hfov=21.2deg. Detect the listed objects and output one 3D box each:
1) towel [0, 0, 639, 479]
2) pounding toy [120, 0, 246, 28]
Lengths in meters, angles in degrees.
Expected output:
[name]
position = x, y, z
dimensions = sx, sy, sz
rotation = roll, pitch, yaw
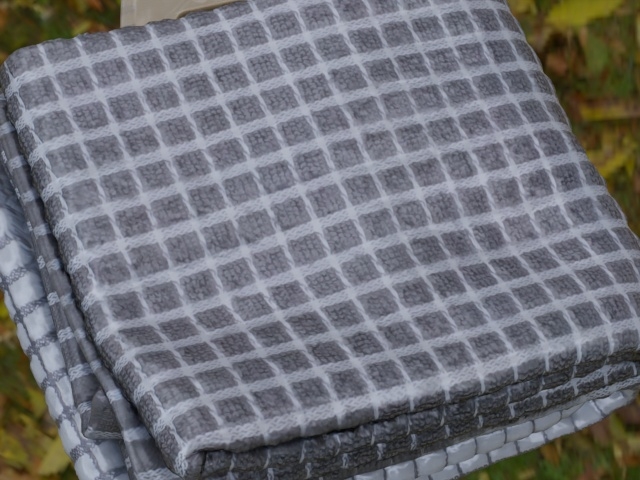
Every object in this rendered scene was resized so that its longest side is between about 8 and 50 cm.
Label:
[towel]
position = 0.000, 0.000, 0.788
dimensions = 0.283, 0.121, 0.235
rotation = -15, 68, -25
[pounding toy]
position = -0.051, -0.100, 1.113
dimensions = 0.181, 0.206, 0.094
rotation = -9, 68, 20
